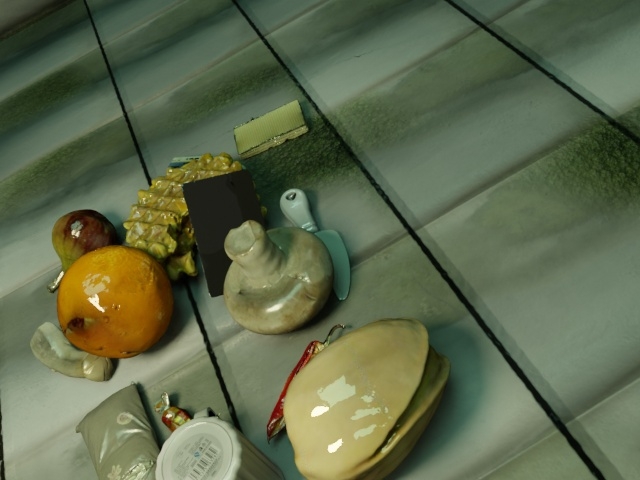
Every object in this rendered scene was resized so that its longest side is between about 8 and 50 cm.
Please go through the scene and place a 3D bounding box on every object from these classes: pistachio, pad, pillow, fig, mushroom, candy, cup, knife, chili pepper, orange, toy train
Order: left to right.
[{"bbox_3d":[-0.630,0.013,1.620,0.230,0.143,0.160,-33,17,5],"label":"fig"},{"bbox_3d":[-0.555,0.258,1.429,0.223,0.081,0.092,20,83,31],"label":"mushroom"},{"bbox_3d":[-0.435,0.133,1.365,0.246,0.246,0.246,-12,50,14],"label":"orange"},{"bbox_3d":[-0.391,0.403,1.256,0.169,0.059,0.255,-39,49,-6],"label":"pillow"},{"bbox_3d":[-0.274,0.356,1.252,0.053,0.046,0.182,-46,52,-14],"label":"candy"},{"bbox_3d":[-0.291,-0.192,1.698,0.233,0.052,0.051,1,49,23],"label":"toy train"},{"bbox_3d":[-0.183,0.390,1.081,0.221,0.202,0.167,25,63,35],"label":"cup"},{"bbox_3d":[-0.200,-0.019,1.427,0.159,0.009,0.265,-14,82,-13],"label":"pad"},{"bbox_3d":[-0.099,0.060,1.297,0.243,0.244,0.244,-12,50,14],"label":"mushroom"},{"bbox_3d":[-0.032,0.266,1.226,0.268,0.059,0.050,-57,16,-21],"label":"chili pepper"},{"bbox_3d":[0.002,-0.001,1.435,0.080,0.044,0.331,-29,53,-6],"label":"knife"},{"bbox_3d":[0.077,0.265,1.070,0.321,0.229,0.238,-44,23,-28],"label":"pistachio"}]

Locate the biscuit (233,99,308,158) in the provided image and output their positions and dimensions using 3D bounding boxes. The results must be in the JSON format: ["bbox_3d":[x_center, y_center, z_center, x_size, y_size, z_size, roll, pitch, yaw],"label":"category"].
[{"bbox_3d":[-0.135,-0.298,1.726,0.199,0.041,0.121,-22,50,7],"label":"biscuit"}]

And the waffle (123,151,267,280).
[{"bbox_3d":[-0.305,-0.062,1.533,0.324,0.151,0.261,-39,46,-18],"label":"waffle"}]
